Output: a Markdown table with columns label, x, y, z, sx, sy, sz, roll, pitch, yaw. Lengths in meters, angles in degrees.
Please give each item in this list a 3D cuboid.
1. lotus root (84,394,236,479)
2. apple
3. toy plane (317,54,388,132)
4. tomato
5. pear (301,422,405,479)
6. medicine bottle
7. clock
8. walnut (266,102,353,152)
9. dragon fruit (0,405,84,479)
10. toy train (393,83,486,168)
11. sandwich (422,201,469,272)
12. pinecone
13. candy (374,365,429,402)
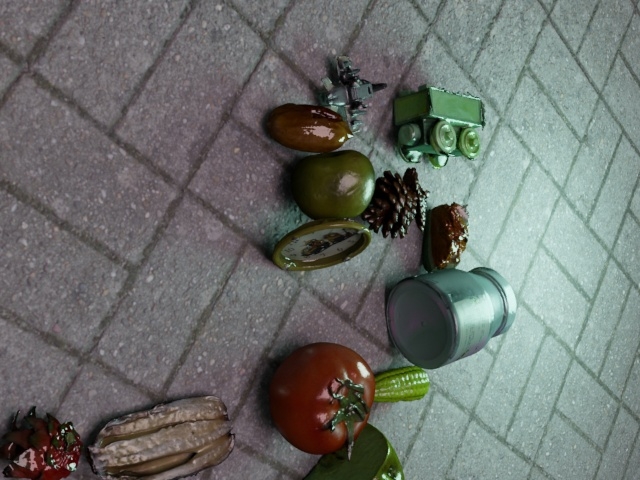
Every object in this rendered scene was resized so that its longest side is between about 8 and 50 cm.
| label | x | y | z | sx | sy | sz | roll | pitch | yaw |
| --- | --- | --- | --- | --- | --- | --- | --- | --- | --- |
| lotus root | -0.333 | 0.422 | 1.675 | 0.329 | 0.078 | 0.167 | -1 | 71 | -40 |
| apple | 0.029 | -0.126 | 1.869 | 0.196 | 0.196 | 0.157 | -14 | 100 | -40 |
| toy plane | 0.099 | -0.364 | 1.978 | 0.262 | 0.088 | 0.192 | -21 | 106 | -39 |
| tomato | 0.003 | 0.360 | 1.862 | 0.256 | 0.224 | 0.256 | -8 | 102 | -44 |
| pear | 0.106 | 0.591 | 1.962 | 0.292 | 0.292 | 0.159 | -46 | 112 | -29 |
| medicine bottle | 0.355 | 0.189 | 2.150 | 0.290 | 0.245 | 0.245 | -13 | 102 | -40 |
| clock | 0.000 | 0.000 | 1.854 | 0.237 | 0.237 | 0.057 | 9 | 58 | -42 |
| walnut | -0.022 | -0.256 | 1.847 | 0.207 | 0.116 | 0.116 | 7 | 89 | -13 |
| dragon fruit | -0.508 | 0.383 | 1.483 | 0.142 | 0.130 | 0.121 | 21 | 86 | 0 |
| toy train | 0.313 | -0.297 | 2.136 | 0.271 | 0.159 | 0.188 | 2 | 83 | -42 |
| sandwich | 0.352 | -0.005 | 2.188 | 0.109 | 0.160 | 0.185 | 6 | 81 | -23 |
| pinecone | 0.185 | -0.089 | 2.035 | 0.195 | 0.150 | 0.179 | -26 | 110 | -37 |
| candy | 0.191 | 0.382 | 2.120 | 0.209 | 0.096 | 0.097 | -1 | 94 | -39 |
